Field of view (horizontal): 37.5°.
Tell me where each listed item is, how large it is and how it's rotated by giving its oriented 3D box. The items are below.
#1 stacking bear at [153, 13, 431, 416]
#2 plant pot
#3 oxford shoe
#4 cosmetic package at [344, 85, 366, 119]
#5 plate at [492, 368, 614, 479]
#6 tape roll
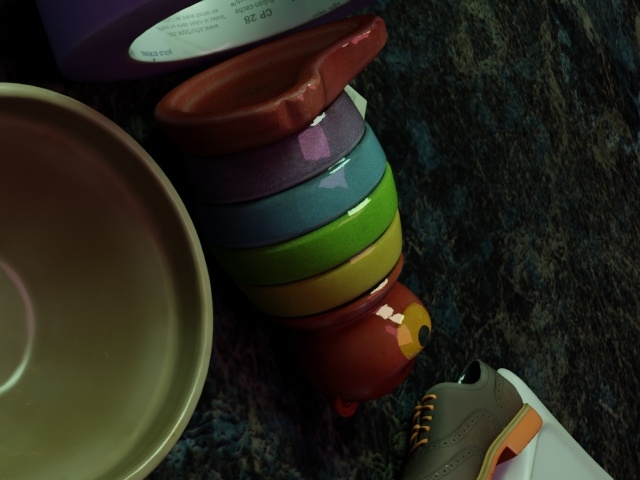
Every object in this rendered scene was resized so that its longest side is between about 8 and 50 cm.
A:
[{"bbox_3d":[0.000,0.000,0.736,0.175,0.164,0.289,-51,127,-47],"label":"stacking bear"},{"bbox_3d":[-0.185,0.039,0.542,0.237,0.109,0.237,21,61,-44],"label":"plant pot"},{"bbox_3d":[0.105,0.193,0.857,0.098,0.097,0.271,54,35,8],"label":"oxford shoe"},{"bbox_3d":[-0.012,-0.129,0.855,0.115,0.041,0.060,37,51,-36],"label":"cosmetic package"},{"bbox_3d":[0.250,0.317,1.001,0.278,0.045,0.277,45,48,-30],"label":"plate"},{"bbox_3d":[-0.057,-0.194,0.641,0.275,0.274,0.090,-21,94,-50],"label":"tape roll"}]
